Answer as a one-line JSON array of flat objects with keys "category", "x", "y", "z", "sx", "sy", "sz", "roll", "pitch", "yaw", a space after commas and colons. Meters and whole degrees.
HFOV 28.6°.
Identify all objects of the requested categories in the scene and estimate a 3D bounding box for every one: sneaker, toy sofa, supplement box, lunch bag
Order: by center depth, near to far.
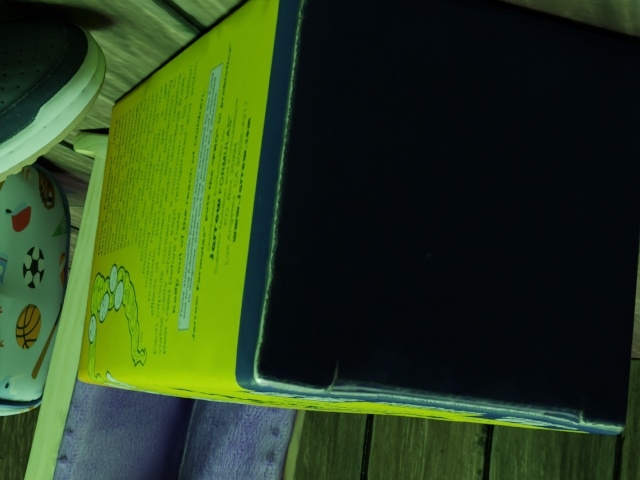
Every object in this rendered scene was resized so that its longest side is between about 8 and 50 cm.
[{"category": "sneaker", "x": -0.264, "y": -0.091, "z": 0.644, "sx": 0.282, "sy": 0.099, "sz": 0.153, "roll": -15, "pitch": 137, "yaw": 5}, {"category": "supplement box", "x": 0.000, "y": 0.000, "z": 0.725, "sx": 0.194, "sy": 0.195, "sz": 0.356, "roll": 10, "pitch": 171, "yaw": -22}, {"category": "toy sofa", "x": -0.112, "y": 0.104, "z": 0.943, "sx": 0.177, "sy": 0.362, "sz": 0.150, "roll": 8, "pitch": 173, "yaw": 39}, {"category": "lunch bag", "x": -0.314, "y": 0.032, "z": 1.006, "sx": 0.115, "sy": 0.243, "sz": 0.303, "roll": 3, "pitch": 172, "yaw": 18}]
